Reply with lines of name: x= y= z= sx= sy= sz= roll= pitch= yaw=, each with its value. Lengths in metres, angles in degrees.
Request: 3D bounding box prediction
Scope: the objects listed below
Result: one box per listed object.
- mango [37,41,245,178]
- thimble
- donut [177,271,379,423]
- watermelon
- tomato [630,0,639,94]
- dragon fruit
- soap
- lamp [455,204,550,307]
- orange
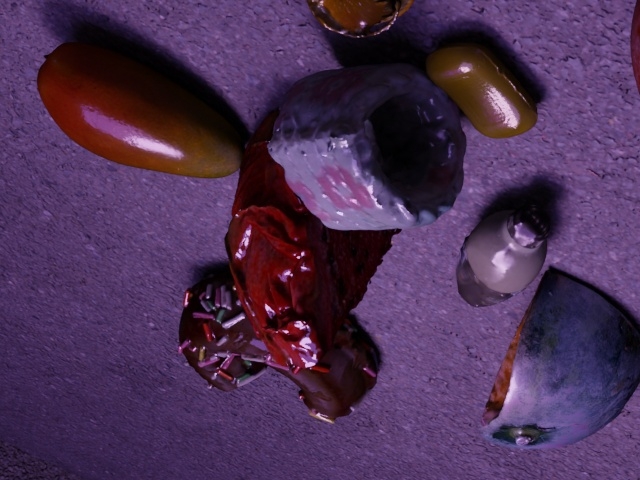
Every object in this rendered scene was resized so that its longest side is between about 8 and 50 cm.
mango: x=-0.233 y=-0.161 z=1.721 sx=0.289 sy=0.129 sz=0.146 roll=19 pitch=149 yaw=-5
thimble: x=0.052 y=-0.106 z=1.485 sx=0.149 sy=0.185 sz=0.211 roll=-1 pitch=173 yaw=44
donut: x=-0.086 y=0.165 z=2.130 sx=0.345 sy=0.136 sz=0.259 roll=11 pitch=151 yaw=25
watermelon: x=0.330 y=0.209 z=1.796 sx=0.188 sy=0.175 sz=0.322 roll=20 pitch=152 yaw=15
tomato: x=0.384 y=-0.171 z=1.063 sx=0.270 sy=0.227 sz=0.270 roll=4 pitch=141 yaw=3
dragon fruit: x=0.000 y=0.000 z=1.649 sx=0.240 sy=0.330 sz=0.302 roll=0 pitch=146 yaw=3
soap: x=0.177 y=-0.165 z=1.441 sx=0.089 sy=0.045 sz=0.140 roll=-14 pitch=131 yaw=47
lamp: x=0.224 y=0.022 z=1.658 sx=0.101 sy=0.101 sz=0.250 roll=28 pitch=154 yaw=-2
orange: x=0.032 y=-0.288 z=1.294 sx=0.160 sy=0.112 sz=0.170 roll=23 pitch=130 yaw=31
